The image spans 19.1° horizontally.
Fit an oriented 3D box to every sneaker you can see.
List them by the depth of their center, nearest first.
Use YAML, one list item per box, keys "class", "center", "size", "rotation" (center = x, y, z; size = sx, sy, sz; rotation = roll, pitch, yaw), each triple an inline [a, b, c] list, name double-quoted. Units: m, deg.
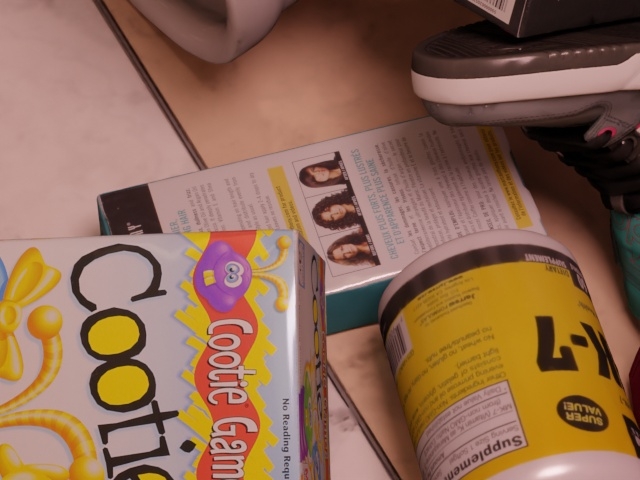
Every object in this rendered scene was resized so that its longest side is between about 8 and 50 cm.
- class: "sneaker"
  center: [0.178, -0.036, 1.074]
  size: [0.295, 0.178, 0.124]
  rotation: [-5, 16, -27]

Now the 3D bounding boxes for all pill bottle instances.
- class: "pill bottle"
  center: [0.110, 0.108, 1.014]
  size: [0.119, 0.119, 0.208]
  rotation: [-10, 55, -9]

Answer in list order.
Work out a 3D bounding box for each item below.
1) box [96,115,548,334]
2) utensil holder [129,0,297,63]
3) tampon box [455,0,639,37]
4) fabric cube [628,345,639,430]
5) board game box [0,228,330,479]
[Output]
- class: "box"
  center: [0.000, 0.000, 1.114]
  size: [0.244, 0.060, 0.100]
  rotation: [-14, 63, -11]
- class: "utensil holder"
  center: [0.001, -0.347, 1.126]
  size: [0.385, 0.327, 0.327]
  rotation: [-37, 69, -11]
- class: "tampon box"
  center: [0.132, -0.187, 1.036]
  size: [0.161, 0.101, 0.120]
  rotation: [-13, 38, -41]
- class: "fabric cube"
  center: [0.309, 0.134, 0.944]
  size: [0.254, 0.259, 0.258]
  rotation: [3, 61, -3]
- class: "board game box"
  center: [-0.138, 0.075, 0.972]
  size: [0.275, 0.142, 0.144]
  rotation: [-2, 82, 5]
